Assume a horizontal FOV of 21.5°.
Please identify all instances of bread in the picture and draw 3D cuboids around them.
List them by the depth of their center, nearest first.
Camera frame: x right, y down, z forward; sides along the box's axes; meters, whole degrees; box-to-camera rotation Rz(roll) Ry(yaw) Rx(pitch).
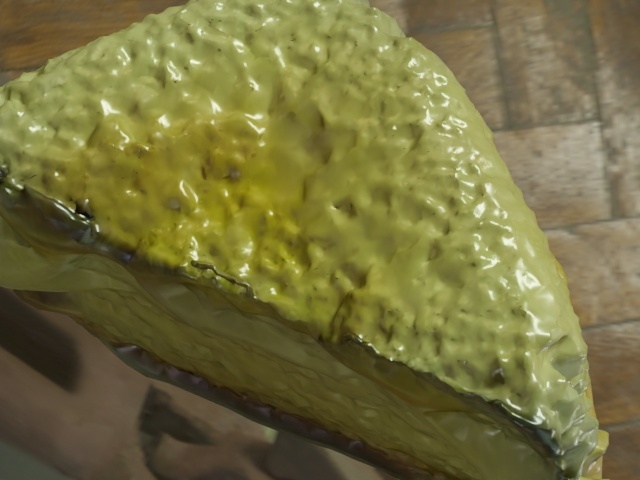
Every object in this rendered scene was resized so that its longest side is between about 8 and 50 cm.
[{"bbox_3d":[-0.002,-0.008,0.568,0.251,0.174,0.133,19,74,24],"label":"bread"}]
